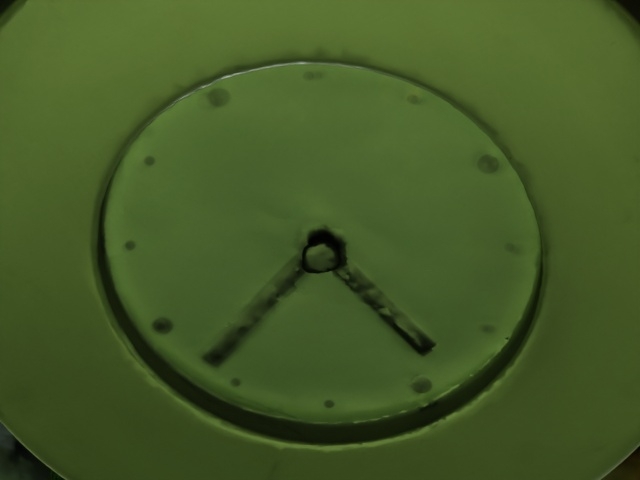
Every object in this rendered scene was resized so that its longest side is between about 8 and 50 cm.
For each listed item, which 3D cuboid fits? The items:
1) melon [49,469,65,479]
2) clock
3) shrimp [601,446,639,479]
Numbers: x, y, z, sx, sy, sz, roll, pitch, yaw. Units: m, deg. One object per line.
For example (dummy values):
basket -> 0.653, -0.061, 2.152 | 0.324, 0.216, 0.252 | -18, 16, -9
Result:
melon -> -0.044, 0.130, 0.737 | 0.118, 0.064, 0.209 | -18, 131, 21
clock -> 0.000, 0.000, 0.574 | 0.235, 0.029, 0.235 | 2, 123, 3
shrimp -> 0.266, 0.199, 0.728 | 0.445, 0.085, 0.272 | 39, 126, -19
